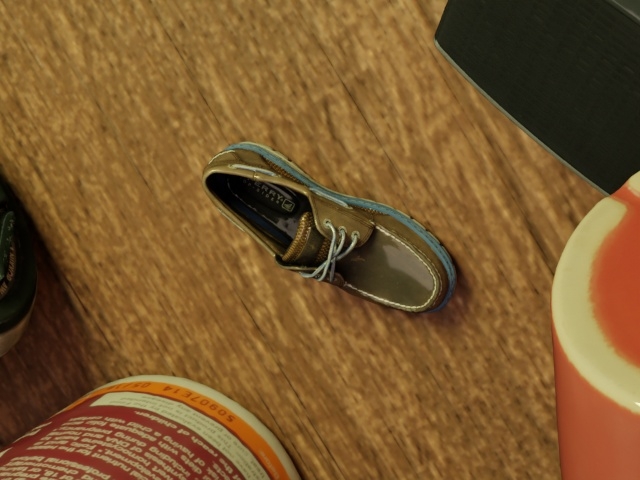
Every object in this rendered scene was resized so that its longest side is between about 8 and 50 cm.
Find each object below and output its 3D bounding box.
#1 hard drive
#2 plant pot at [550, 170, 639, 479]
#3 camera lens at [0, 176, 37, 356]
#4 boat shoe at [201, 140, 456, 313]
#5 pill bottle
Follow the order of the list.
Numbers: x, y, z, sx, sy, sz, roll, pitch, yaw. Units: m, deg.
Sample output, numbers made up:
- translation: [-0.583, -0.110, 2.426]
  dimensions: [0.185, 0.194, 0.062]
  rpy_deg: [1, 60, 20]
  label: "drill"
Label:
- translation: [0.181, -0.091, 0.898]
  dimensions: [0.254, 0.054, 0.172]
  rpy_deg: [39, 153, 10]
  label: "hard drive"
- translation: [0.238, 0.095, 0.808]
  dimensions: [0.275, 0.275, 0.243]
  rpy_deg: [-6, 133, 22]
  label: "plant pot"
- translation: [-0.350, 0.042, 1.087]
  dimensions: [0.274, 0.219, 0.219]
  rpy_deg: [-36, 89, 24]
  label: "camera lens"
- translation: [0.000, 0.000, 1.030]
  dimensions: [0.183, 0.066, 0.066]
  rpy_deg: [27, 111, 12]
  label: "boat shoe"
- translation: [-0.170, 0.244, 0.976]
  dimensions: [0.224, 0.392, 0.224]
  rpy_deg: [5, 105, 19]
  label: "pill bottle"
